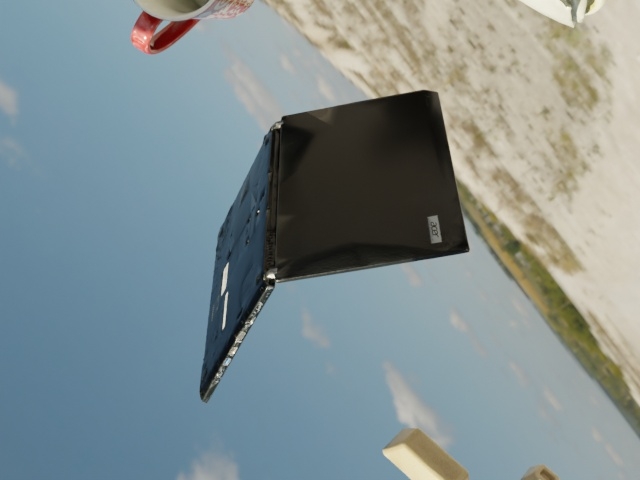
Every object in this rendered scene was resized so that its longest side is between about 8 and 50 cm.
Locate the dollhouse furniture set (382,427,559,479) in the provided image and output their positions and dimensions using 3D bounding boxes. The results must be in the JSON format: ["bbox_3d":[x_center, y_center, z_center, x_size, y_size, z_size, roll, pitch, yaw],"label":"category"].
[{"bbox_3d":[0.104,0.189,0.676,0.114,0.081,0.091,40,-131,17],"label":"dollhouse furniture set"}]

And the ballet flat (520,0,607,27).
[{"bbox_3d":[0.140,-0.147,0.403,0.280,0.095,0.096,14,140,46],"label":"ballet flat"}]

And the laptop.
[{"bbox_3d":[0.000,0.000,0.822,0.136,0.264,0.234,18,-141,-16],"label":"laptop"}]

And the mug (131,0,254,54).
[{"bbox_3d":[-0.147,-0.285,0.966,0.113,0.150,0.169,62,-164,-5],"label":"mug"}]
